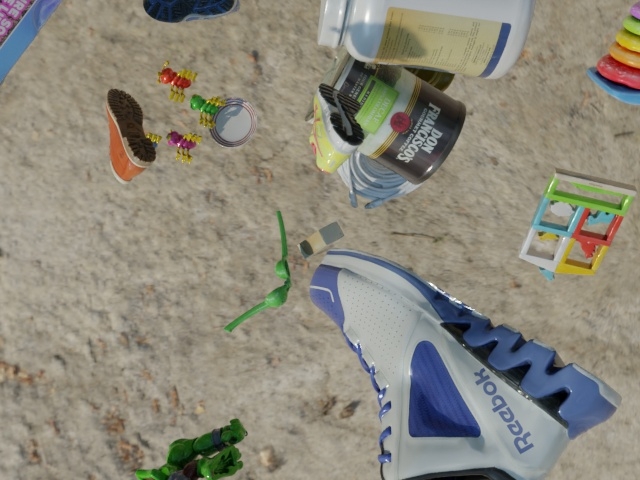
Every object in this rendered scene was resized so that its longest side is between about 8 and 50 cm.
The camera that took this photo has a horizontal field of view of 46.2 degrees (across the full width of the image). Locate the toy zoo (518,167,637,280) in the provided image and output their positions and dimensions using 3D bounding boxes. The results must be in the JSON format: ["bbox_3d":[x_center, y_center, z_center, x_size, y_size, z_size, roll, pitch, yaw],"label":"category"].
[{"bbox_3d":[0.596,-0.023,1.785,0.193,0.030,0.293,13,126,0],"label":"toy zoo"}]

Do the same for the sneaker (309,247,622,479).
[{"bbox_3d":[0.088,0.140,0.699,0.316,0.127,0.182,27,80,37],"label":"sneaker"}]

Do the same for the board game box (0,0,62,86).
[{"bbox_3d":[-0.405,-0.333,0.754,0.232,0.291,0.141,-48,53,10],"label":"board game box"}]

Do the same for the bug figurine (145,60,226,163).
[{"bbox_3d":[-0.381,-0.322,1.962,0.279,0.216,0.072,-56,45,17],"label":"bug figurine"}]

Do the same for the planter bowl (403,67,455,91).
[{"bbox_3d":[0.242,-0.469,1.886,0.090,0.217,0.217,4,91,49],"label":"planter bowl"}]

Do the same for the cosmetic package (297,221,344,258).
[{"bbox_3d":[0.000,0.000,1.758,0.041,0.060,0.115,61,146,3],"label":"cosmetic package"}]

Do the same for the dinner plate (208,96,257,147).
[{"bbox_3d":[-0.237,-0.319,2.043,0.141,0.017,0.141,-2,83,13],"label":"dinner plate"}]

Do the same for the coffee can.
[{"bbox_3d":[0.134,-0.269,1.578,0.275,0.201,0.201,28,102,-14],"label":"coffee can"}]

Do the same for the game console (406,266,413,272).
[{"bbox_3d":[0.193,0.130,1.925,0.071,0.107,0.122,3,93,16],"label":"game console"}]

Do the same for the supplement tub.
[{"bbox_3d":[0.163,-0.392,1.209,0.316,0.228,0.228,7,92,-5],"label":"supplement tub"}]

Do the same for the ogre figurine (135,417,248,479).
[{"bbox_3d":[-0.178,0.326,0.990,0.118,0.097,0.197,-6,65,37],"label":"ogre figurine"}]

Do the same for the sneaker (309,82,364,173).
[{"bbox_3d":[0.014,-0.186,1.244,0.082,0.208,0.094,22,123,-16],"label":"sneaker"}]

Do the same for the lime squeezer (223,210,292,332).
[{"bbox_3d":[-0.112,0.087,1.754,0.110,0.059,0.310,16,78,33],"label":"lime squeezer"}]

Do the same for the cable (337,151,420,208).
[{"bbox_3d":[0.160,-0.218,1.806,0.257,0.089,0.257,-17,124,7],"label":"cable"}]

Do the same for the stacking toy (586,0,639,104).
[{"bbox_3d":[0.723,-0.465,1.649,0.175,0.165,0.301,0,125,-10],"label":"stacking toy"}]

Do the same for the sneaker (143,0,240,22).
[{"bbox_3d":[-0.263,-0.481,1.539,0.211,0.081,0.080,7,100,16],"label":"sneaker"}]

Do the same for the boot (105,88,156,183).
[{"bbox_3d":[-0.322,-0.168,1.213,0.085,0.059,0.157,-41,61,40],"label":"boot"}]
